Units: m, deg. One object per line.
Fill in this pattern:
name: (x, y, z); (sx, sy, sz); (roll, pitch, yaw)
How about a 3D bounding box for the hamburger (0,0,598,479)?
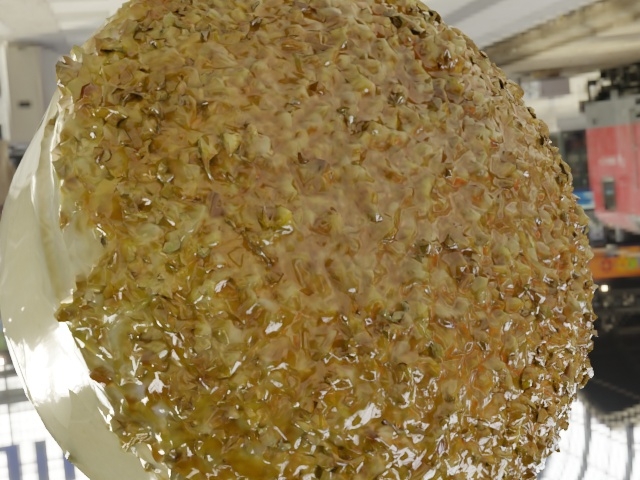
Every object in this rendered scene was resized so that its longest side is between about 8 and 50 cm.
hamburger: (0.000, 0.000, 0.453); (0.179, 0.276, 0.294); (-36, -155, 42)
